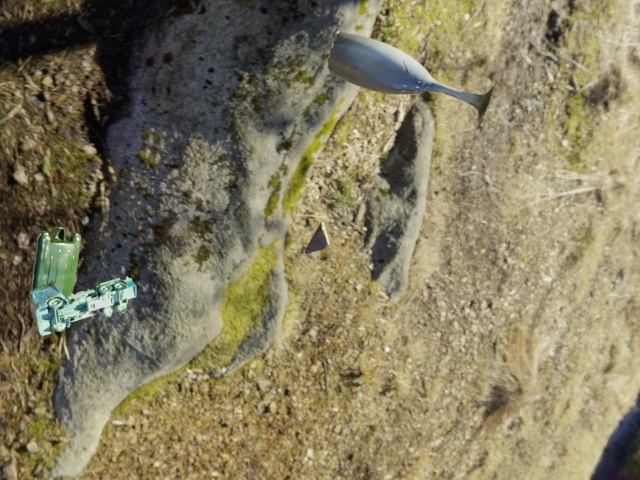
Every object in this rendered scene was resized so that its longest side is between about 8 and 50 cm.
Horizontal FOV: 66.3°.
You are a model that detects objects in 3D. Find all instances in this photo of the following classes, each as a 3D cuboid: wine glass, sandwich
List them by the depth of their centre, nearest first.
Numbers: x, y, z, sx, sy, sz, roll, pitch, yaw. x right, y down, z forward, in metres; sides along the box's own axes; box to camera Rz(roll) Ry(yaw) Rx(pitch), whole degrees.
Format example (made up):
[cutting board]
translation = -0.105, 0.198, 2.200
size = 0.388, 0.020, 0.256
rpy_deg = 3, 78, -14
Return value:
[wine glass]
translation = 0.105, -0.193, 0.587
size = 0.066, 0.197, 0.066
rpy_deg = 22, 90, -80
[sandwich]
translation = 0.000, 0.000, 1.095
size = 0.044, 0.031, 0.083
rpy_deg = 28, 111, -9

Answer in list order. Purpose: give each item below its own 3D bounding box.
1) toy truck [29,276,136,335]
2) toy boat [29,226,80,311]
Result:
[toy truck]
translation = -0.434, 0.103, 0.898
size = 0.175, 0.081, 0.067
rpy_deg = -18, 131, -39
[toy boat]
translation = -0.592, 0.074, 1.090
size = 0.104, 0.052, 0.211
rpy_deg = -1, 103, -66
